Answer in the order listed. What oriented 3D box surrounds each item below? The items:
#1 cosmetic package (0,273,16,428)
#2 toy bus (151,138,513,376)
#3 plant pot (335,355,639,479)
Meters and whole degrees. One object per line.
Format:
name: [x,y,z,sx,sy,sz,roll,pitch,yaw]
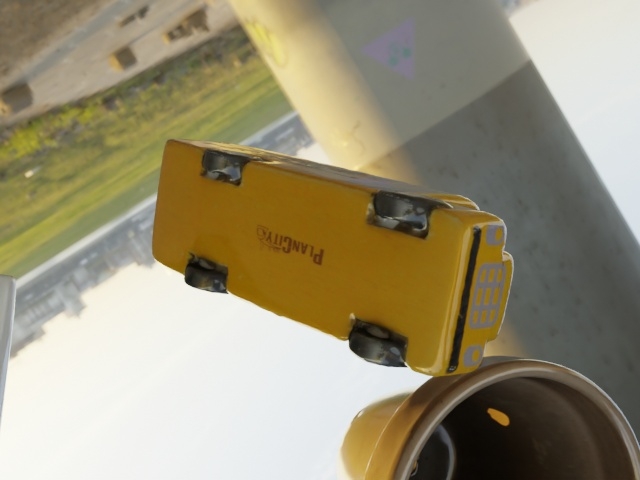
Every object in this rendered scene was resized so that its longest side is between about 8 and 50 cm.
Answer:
cosmetic package: [-0.492,0.208,0.919,0.327,0.330,0.393,8,162,-19]
toy bus: [0.000,0.000,0.704,0.332,0.108,0.130,17,-169,43]
plant pot: [0.125,0.230,0.864,0.263,0.263,0.229,-35,-169,-19]
